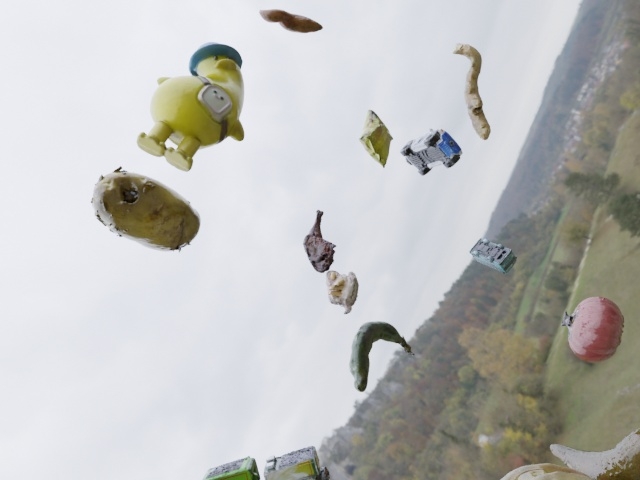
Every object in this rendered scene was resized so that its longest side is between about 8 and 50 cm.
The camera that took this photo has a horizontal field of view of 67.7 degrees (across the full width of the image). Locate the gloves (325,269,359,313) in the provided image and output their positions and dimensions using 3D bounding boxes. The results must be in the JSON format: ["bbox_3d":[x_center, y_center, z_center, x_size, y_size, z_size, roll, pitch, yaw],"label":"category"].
[{"bbox_3d":[0.060,0.136,1.321,0.144,0.094,0.110,-141,51,-80],"label":"gloves"}]

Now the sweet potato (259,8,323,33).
[{"bbox_3d":[-0.091,-0.678,1.483,0.055,0.202,0.058,-108,30,-46],"label":"sweet potato"}]

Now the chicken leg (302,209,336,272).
[{"bbox_3d":[-0.006,0.004,1.384,0.093,0.205,0.053,-31,-33,15],"label":"chicken leg"}]

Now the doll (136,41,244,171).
[{"bbox_3d":[-0.232,-0.278,0.966,0.145,0.199,0.363,-43,22,48],"label":"doll"}]

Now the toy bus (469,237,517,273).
[{"bbox_3d":[0.653,0.059,1.796,0.079,0.160,0.092,-49,-61,-6],"label":"toy bus"}]

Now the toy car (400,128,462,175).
[{"bbox_3d":[0.245,-0.201,1.065,0.070,0.080,0.171,-50,13,-13],"label":"toy car"}]

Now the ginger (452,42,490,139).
[{"bbox_3d":[0.443,-0.431,1.381,0.089,0.075,0.288,-36,-66,-66],"label":"ginger"}]

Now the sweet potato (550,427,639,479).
[{"bbox_3d":[0.705,0.526,1.141,0.310,0.098,0.124,-38,13,40],"label":"sweet potato"}]

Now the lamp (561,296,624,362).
[{"bbox_3d":[0.731,0.238,1.288,0.182,0.140,0.182,13,-90,-68],"label":"lamp"}]

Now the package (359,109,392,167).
[{"bbox_3d":[0.217,-0.399,1.863,0.168,0.090,0.226,47,-143,-25],"label":"package"}]

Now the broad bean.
[{"bbox_3d":[0.146,0.283,1.250,0.049,0.144,0.292,-43,-18,33],"label":"broad bean"}]

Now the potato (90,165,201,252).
[{"bbox_3d":[-0.419,-0.067,1.179,0.173,0.140,0.300,-29,-35,15],"label":"potato"}]

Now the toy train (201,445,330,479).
[{"bbox_3d":[-0.088,0.371,0.733,0.060,0.202,0.081,102,152,-87],"label":"toy train"}]

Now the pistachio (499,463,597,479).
[{"bbox_3d":[0.536,0.703,1.041,0.365,0.445,0.281,-40,5,-6],"label":"pistachio"}]
